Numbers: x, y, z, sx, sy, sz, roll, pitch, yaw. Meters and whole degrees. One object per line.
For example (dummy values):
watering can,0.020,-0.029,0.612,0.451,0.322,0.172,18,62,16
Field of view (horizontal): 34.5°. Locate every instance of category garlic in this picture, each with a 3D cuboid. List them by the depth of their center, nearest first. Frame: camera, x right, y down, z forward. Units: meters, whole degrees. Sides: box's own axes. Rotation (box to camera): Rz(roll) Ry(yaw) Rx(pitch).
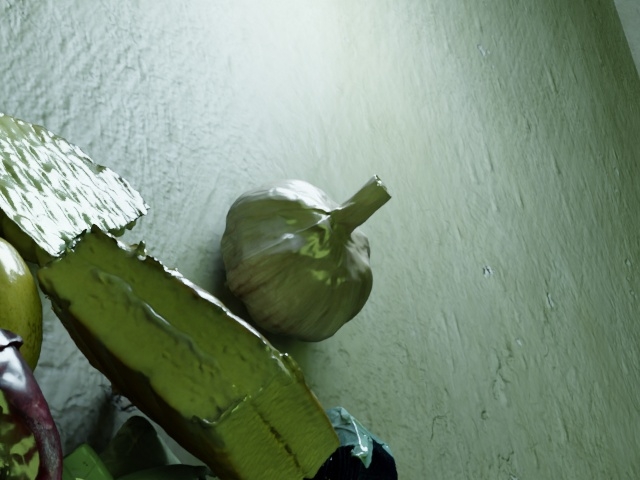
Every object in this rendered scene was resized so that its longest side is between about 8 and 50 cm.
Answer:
garlic,0.000,0.000,1.240,0.218,0.212,0.218,33,38,-30

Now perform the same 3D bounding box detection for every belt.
belt,0.009,0.268,1.113,0.078,0.151,0.198,41,26,-25

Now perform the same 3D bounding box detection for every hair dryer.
hair dryer,-0.142,0.260,0.915,0.206,0.075,0.237,62,23,3

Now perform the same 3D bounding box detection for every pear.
pear,-0.314,0.078,0.859,0.178,0.178,0.178,30,46,-36

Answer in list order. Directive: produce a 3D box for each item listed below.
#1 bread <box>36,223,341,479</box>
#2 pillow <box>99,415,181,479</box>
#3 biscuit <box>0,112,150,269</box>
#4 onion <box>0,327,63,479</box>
bread,-0.119,0.116,0.933,0.111,0.239,0.246,-49,154,-17
pillow,-0.148,0.337,0.944,0.281,0.076,0.274,49,32,-6
biscuit,-0.279,-0.060,1.025,0.187,0.036,0.273,46,15,2
onion,-0.309,0.148,0.691,0.314,0.314,0.232,57,23,-4
